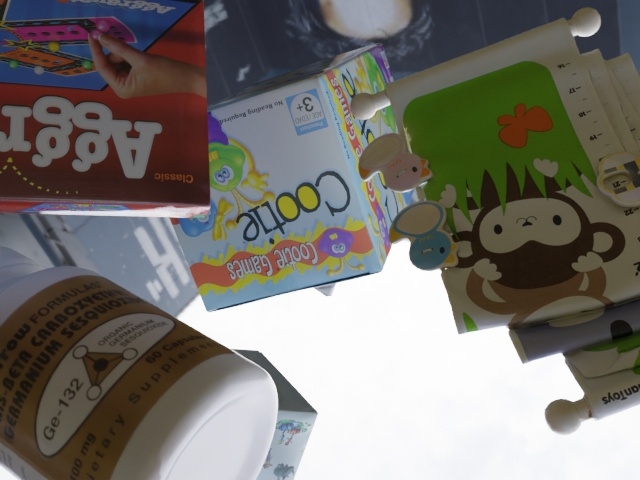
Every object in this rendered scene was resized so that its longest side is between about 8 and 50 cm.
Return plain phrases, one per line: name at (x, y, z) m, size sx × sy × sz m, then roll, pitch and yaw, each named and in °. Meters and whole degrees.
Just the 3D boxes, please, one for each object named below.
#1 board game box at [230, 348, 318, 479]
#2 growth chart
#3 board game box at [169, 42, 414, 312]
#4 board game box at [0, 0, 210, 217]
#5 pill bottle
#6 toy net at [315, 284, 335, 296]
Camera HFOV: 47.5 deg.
board game box at (-0.142, 0.376, 1.284) m, size 0.097 × 0.304 × 0.224 m, roll 10°, pitch -166°, yaw -34°
growth chart at (0.121, -0.022, 0.369) m, size 0.171 × 0.021 × 0.237 m, roll -27°, pitch -122°, yaw 3°
board game box at (-0.013, -0.071, 0.624) m, size 0.144 × 0.142 × 0.275 m, roll -14°, pitch -164°, yaw 17°
board game box at (-0.202, -0.087, 0.393) m, size 0.281 × 0.145 × 0.027 m, roll 1°, pitch 166°, yaw -20°
pill bottle at (-0.153, 0.090, 0.462) m, size 0.229 × 0.131 × 0.131 m, roll 24°, pitch -127°, yaw 25°
toy net at (0.000, 0.000, 1.139) m, size 0.122 × 0.232 × 0.045 m, roll 12°, pitch -130°, yaw 33°
